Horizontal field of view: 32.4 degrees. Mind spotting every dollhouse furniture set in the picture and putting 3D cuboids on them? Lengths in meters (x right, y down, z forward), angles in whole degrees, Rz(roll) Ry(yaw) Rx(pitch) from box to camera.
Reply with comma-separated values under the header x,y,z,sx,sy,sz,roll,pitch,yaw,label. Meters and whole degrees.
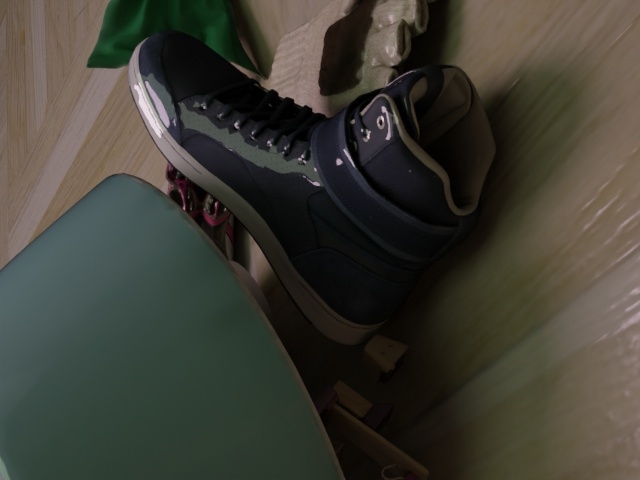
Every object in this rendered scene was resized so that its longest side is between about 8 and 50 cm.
x,y,z,sx,sy,sz,roll,pitch,yaw,label
0.033,0.130,0.643,0.081,0.091,0.114,35,147,16,dollhouse furniture set

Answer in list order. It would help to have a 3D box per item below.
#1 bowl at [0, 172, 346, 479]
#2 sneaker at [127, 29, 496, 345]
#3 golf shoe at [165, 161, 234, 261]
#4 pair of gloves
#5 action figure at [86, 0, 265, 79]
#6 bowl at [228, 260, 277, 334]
x,y,z,sx,sy,sz,roll,pitch,yaw,label
-0.124,0.135,0.629,0.311,0.163,0.312,44,149,36,bowl
-0.004,-0.070,0.616,0.226,0.086,0.163,48,137,8,sneaker
-0.098,0.009,0.870,0.086,0.067,0.186,-159,80,-85,golf shoe
0.021,-0.193,0.722,0.204,0.042,0.240,8,89,62,pair of gloves
-0.123,-0.203,0.930,0.063,0.137,0.232,110,160,-44,action figure
-0.082,0.062,0.769,0.170,0.080,0.170,44,149,36,bowl
